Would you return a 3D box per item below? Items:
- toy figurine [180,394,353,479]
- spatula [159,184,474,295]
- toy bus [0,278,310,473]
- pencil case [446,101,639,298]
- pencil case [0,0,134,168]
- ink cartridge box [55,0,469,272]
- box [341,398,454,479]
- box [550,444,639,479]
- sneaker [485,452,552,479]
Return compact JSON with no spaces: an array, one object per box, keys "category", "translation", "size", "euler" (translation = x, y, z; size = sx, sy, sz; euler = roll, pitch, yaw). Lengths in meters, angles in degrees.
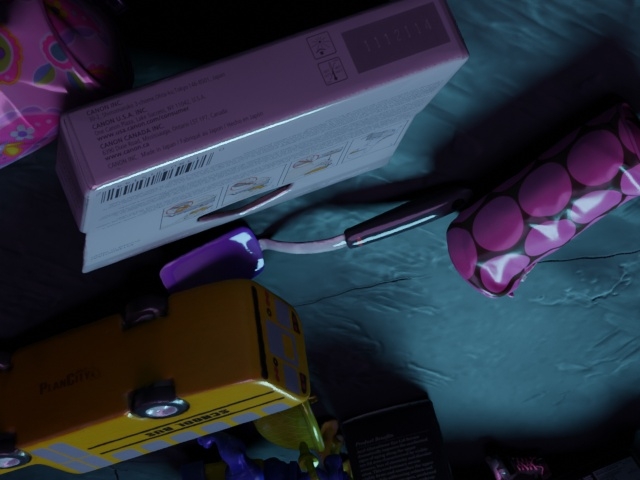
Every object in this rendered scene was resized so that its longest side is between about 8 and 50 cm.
[{"category":"toy figurine","translation":[-0.079,0.292,1.539],"size":[0.217,0.191,0.362],"euler":[-12,142,6]},{"category":"spatula","translation":[0.000,0.000,1.309],"size":[0.296,0.030,0.084],"euler":[-15,143,2]},{"category":"toy bus","translation":[-0.187,0.139,1.343],"size":[0.333,0.108,0.130],"euler":[-20,152,21]},{"category":"pencil case","translation":[0.218,-0.032,1.285],"size":[0.209,0.095,0.098],"euler":[-36,111,27]},{"category":"pencil case","translation":[-0.273,-0.097,1.040],"size":[0.284,0.124,0.124],"euler":[-28,140,17]},{"category":"ink cartridge box","translation":[-0.058,-0.079,1.106],"size":[0.296,0.066,0.261],"euler":[-21,171,-15]},{"category":"box","translation":[0.105,0.310,1.588],"size":[0.108,0.207,0.153],"euler":[-15,141,3]},{"category":"box","translation":[0.257,0.401,1.789],"size":[0.307,0.076,0.242],"euler":[-19,146,-21]},{"category":"sneaker","translation":[0.245,0.278,1.728],"size":[0.057,0.047,0.119],"euler":[-34,146,16]}]
